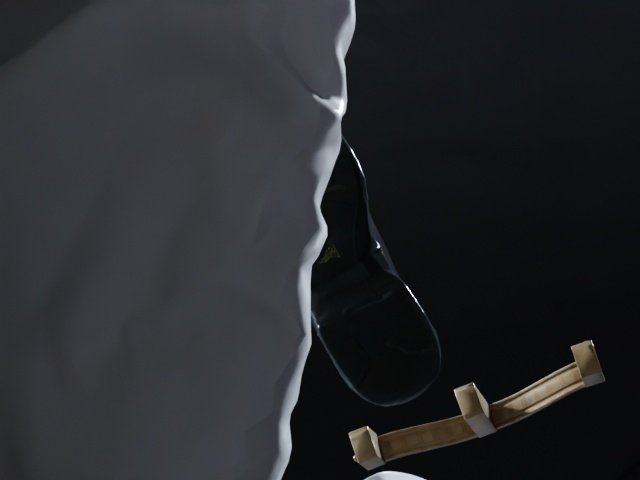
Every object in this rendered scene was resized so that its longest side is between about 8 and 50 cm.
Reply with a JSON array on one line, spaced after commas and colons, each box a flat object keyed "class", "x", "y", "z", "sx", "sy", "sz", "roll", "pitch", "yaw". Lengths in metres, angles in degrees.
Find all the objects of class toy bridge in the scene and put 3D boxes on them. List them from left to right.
[{"class": "toy bridge", "x": 0.111, "y": 0.122, "z": 0.989, "sx": 0.188, "sy": 0.063, "sz": 0.026, "roll": -22, "pitch": 66, "yaw": 8}]

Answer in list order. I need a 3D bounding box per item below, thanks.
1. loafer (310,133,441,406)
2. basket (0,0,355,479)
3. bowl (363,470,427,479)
[{"class": "loafer", "x": 0.000, "y": 0.000, "z": 0.665, "sx": 0.062, "sy": 0.170, "sz": 0.061, "roll": -24, "pitch": -2, "yaw": -2}, {"class": "basket", "x": -0.195, "y": -0.034, "z": 0.408, "sx": 0.266, "sy": 0.331, "sz": 0.328, "roll": -7, "pitch": -23, "yaw": 44}, {"class": "bowl", "x": 0.048, "y": 0.291, "z": 1.385, "sx": 0.142, "sy": 0.053, "sz": 0.142, "roll": -28, "pitch": 12, "yaw": -23}]
